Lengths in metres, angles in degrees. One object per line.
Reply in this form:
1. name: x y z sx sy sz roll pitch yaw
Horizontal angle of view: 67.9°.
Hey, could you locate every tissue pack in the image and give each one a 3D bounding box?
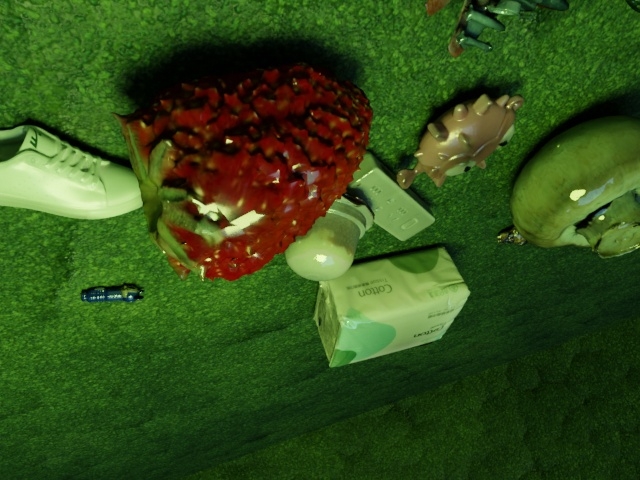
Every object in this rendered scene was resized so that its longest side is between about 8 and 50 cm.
1. tissue pack: 0.174 0.177 1.265 0.357 0.194 0.266 -11 145 -15

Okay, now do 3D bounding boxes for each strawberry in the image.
1. strawberry: -0.092 -0.099 0.689 0.343 0.292 0.292 -18 149 -26

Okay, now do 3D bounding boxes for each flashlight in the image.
1. flashlight: -0.431 0.110 0.989 0.121 0.057 0.035 0 107 -18

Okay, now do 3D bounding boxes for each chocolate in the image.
1. chocolate: 0.006 0.001 0.910 0.221 0.147 0.221 0 153 0

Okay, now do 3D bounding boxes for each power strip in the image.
1. power strip: 0.144 -0.081 1.000 0.098 0.058 0.338 -35 145 21

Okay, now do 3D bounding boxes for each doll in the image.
1. doll: 0.254 -0.181 0.882 0.262 0.093 0.211 -32 152 13

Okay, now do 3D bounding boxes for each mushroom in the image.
1. mushroom: 0.585 -0.100 1.028 0.352 0.260 0.352 -10 149 -6

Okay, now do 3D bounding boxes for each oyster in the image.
1. oyster: 0.654 -0.036 1.339 0.345 0.078 0.128 -14 155 -14

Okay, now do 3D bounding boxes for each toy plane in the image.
1. toy plane: 0.266 -0.349 0.638 0.326 0.104 0.223 -2 114 -32

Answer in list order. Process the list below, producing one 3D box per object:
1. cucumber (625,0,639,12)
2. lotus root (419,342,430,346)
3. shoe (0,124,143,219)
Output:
1. cucumber: 0.596 -0.395 0.778 0.265 0.077 0.077 0 142 -27
2. lotus root: 0.287 0.295 1.565 0.241 0.123 0.124 -6 173 -26
3. shoe: -0.375 -0.101 0.661 0.265 0.095 0.110 1 141 -25
